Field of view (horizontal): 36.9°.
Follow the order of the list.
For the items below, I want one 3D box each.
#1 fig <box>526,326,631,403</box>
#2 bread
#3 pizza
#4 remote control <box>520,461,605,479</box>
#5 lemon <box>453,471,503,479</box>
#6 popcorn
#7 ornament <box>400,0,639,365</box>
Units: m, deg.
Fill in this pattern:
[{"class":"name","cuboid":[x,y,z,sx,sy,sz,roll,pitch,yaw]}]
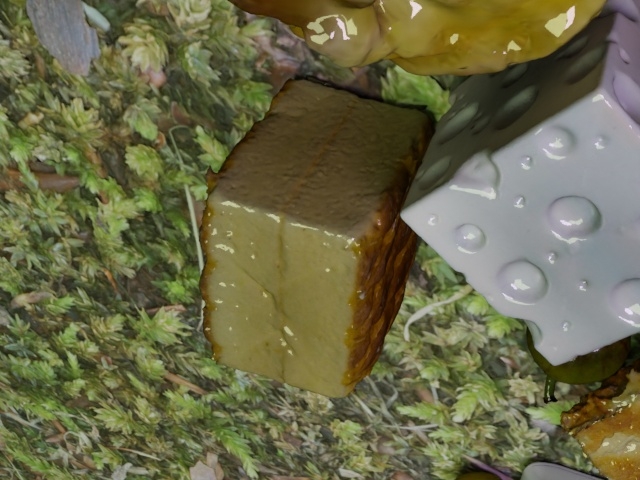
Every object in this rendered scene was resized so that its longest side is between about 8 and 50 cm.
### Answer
[{"class":"fig","cuboid":[0.317,0.147,1.224,0.124,0.124,0.236,17,153,13]},{"class":"bread","cuboid":[0.000,0.000,1.134,0.207,0.279,0.279,15,130,12]},{"class":"pizza","cuboid":[0.413,0.215,1.206,0.226,0.086,0.335,4,132,-6]},{"class":"remote control","cuboid":[0.441,0.412,1.396,0.313,0.055,0.109,16,131,13]},{"class":"lemon","cuboid":[0.239,0.395,1.463,0.111,0.082,0.082,-7,123,35]},{"class":"popcorn","cuboid":[0.070,-0.322,0.815,0.390,0.354,0.344,0,119,-28]},{"class":"ornament","cuboid":[0.266,-0.068,0.949,0.240,0.239,0.239,43,133,-15]}]
